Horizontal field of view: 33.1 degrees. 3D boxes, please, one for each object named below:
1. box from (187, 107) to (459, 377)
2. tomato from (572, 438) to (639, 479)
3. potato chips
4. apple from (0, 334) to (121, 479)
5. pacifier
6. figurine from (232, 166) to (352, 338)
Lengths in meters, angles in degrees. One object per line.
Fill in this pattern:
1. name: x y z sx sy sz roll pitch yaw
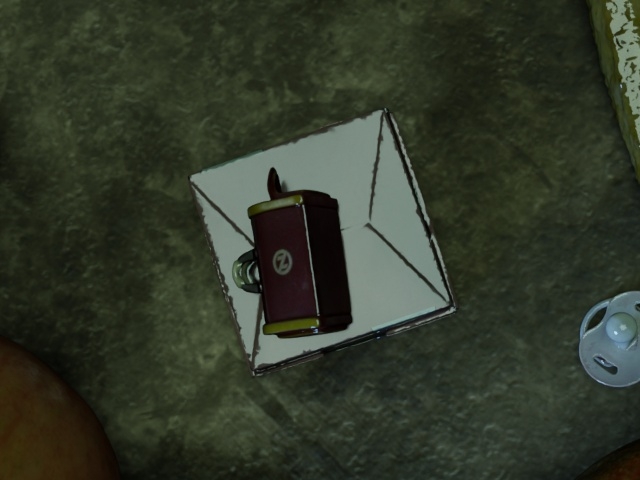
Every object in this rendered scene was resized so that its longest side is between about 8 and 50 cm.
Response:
1. box: 0.000 0.000 1.037 0.215 0.086 0.215 -18 84 2
2. tomato: 0.344 0.267 0.910 0.304 0.239 0.303 0 90 3
3. potato chips: 0.313 -0.146 1.031 0.057 0.080 0.407 -16 90 -10
4. apple: -0.356 0.246 0.906 0.364 0.364 0.363 0 85 4
5. pacifier: 0.282 0.086 1.013 0.081 0.078 0.099 37 89 28
6. figurine: -0.033 0.012 0.965 0.098 0.082 0.154 -12 84 23
